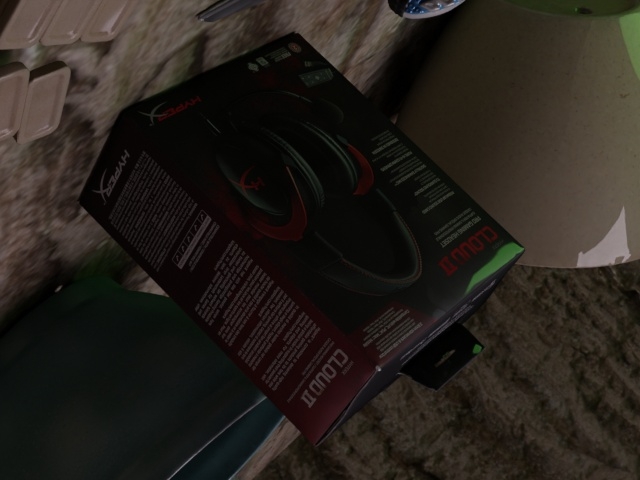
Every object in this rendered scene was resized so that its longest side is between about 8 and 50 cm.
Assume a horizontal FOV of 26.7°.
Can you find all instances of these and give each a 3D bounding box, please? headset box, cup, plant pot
[{"bbox_3d":[0.000,0.000,1.038,0.218,0.293,0.110,-32,163,-46],"label":"headset box"},{"bbox_3d":[0.238,-0.153,1.428,0.331,0.331,0.237,-33,136,-46],"label":"cup"},{"bbox_3d":[-0.184,0.155,1.173,0.293,0.196,0.293,-43,169,-10],"label":"plant pot"}]

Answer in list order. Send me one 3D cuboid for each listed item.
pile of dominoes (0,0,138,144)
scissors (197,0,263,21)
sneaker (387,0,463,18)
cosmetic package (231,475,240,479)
[{"bbox_3d":[-0.190,-0.118,0.658,0.251,0.040,0.196,-15,149,-53],"label":"pile of dominoes"},{"bbox_3d":[0.020,-0.226,1.022,0.297,0.021,0.109,-20,145,-49],"label":"scissors"},{"bbox_3d":[0.130,-0.251,1.201,0.191,0.071,0.083,-41,174,-19],"label":"sneaker"},{"bbox_3d":[-0.273,0.448,1.854,0.385,0.217,0.156,-46,168,15],"label":"cosmetic package"}]
